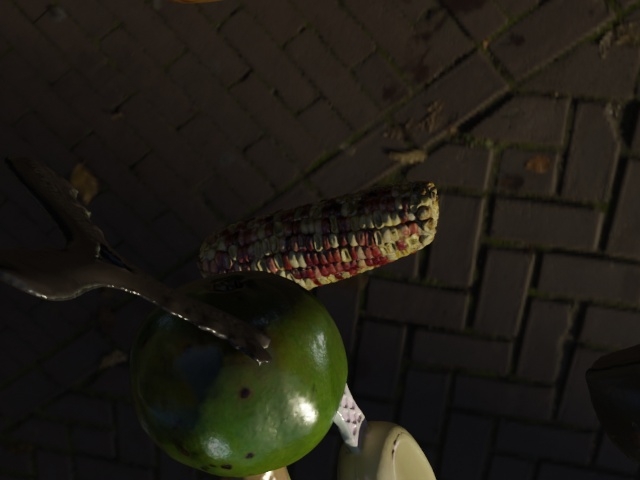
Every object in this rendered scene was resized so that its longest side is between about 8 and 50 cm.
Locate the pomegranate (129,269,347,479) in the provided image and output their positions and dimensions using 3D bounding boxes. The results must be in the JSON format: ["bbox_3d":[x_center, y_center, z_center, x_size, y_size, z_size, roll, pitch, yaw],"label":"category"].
[{"bbox_3d":[-0.065,0.137,0.922,0.187,0.187,0.225,-2,116,12],"label":"pomegranate"}]

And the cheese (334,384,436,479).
[{"bbox_3d":[0.052,0.219,1.065,0.064,0.137,0.227,-19,114,23],"label":"cheese"}]

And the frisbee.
[{"bbox_3d":[-0.104,0.017,0.604,0.187,0.211,0.012,30,100,-22],"label":"frisbee"}]

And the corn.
[{"bbox_3d":[0.000,0.000,1.211,0.290,0.098,0.098,-17,117,18],"label":"corn"}]

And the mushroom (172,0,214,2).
[{"bbox_3d":[-0.078,-0.253,0.514,0.345,0.345,0.259,46,137,-17],"label":"mushroom"}]

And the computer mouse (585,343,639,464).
[{"bbox_3d":[0.430,0.183,1.207,0.269,0.100,0.170,-28,99,44],"label":"computer mouse"}]
